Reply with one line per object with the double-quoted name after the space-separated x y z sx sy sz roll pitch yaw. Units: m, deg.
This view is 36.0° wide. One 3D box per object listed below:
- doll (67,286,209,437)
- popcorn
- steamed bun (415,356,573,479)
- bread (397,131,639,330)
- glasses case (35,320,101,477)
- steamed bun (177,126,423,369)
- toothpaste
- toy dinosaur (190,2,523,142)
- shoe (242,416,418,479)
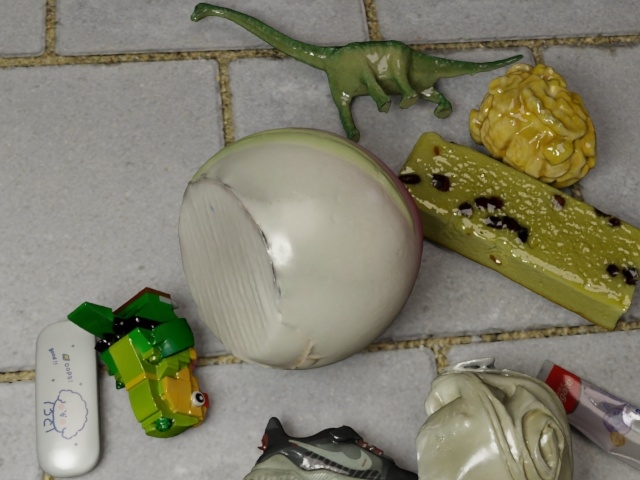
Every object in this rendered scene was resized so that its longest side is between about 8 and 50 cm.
-0.205 0.148 1.187 0.186 0.106 0.134 60 30 8 "doll"
0.303 -0.170 1.408 0.163 0.140 0.194 -3 59 -13 "popcorn"
0.216 0.235 1.128 0.218 0.144 0.211 20 59 -33 "steamed bun"
0.267 -0.022 1.353 0.361 0.077 0.138 27 62 10 "bread"
-0.305 0.189 1.192 0.076 0.049 0.197 -4 61 -8 "glasses case"
0.000 0.000 1.207 0.309 0.309 0.309 2 61 -4 "steamed bun"
0.404 0.250 1.235 0.301 0.048 0.075 30 66 13 "toothpaste"
0.057 -0.292 1.490 0.447 0.087 0.301 -16 57 -16 "toy dinosaur"
0.022 0.266 1.162 0.227 0.099 0.112 3 53 -4 "shoe"
